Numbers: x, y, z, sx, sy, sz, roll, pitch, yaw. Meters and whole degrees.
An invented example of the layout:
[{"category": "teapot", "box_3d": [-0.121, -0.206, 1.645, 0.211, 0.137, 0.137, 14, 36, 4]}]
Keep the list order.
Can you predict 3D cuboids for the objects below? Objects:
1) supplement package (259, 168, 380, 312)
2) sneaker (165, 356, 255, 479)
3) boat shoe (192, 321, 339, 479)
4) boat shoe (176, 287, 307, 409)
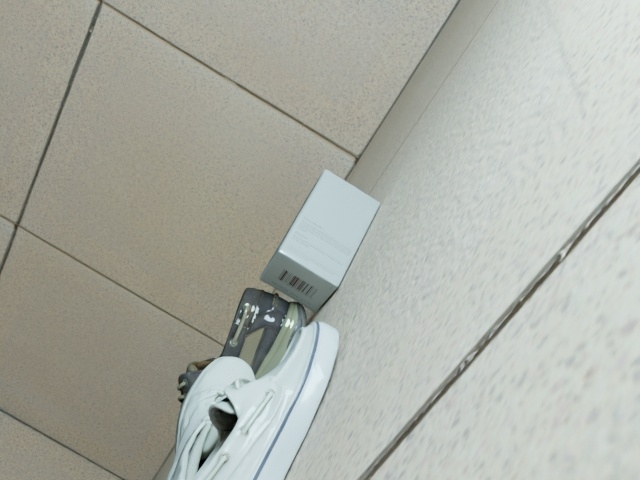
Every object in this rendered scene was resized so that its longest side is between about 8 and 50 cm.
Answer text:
[{"category": "supplement package", "box_3d": [0.000, 0.000, 1.146, 0.179, 0.105, 0.105, -61, 4, -34]}, {"category": "sneaker", "box_3d": [-0.105, 0.224, 0.838, 0.169, 0.108, 0.292, -54, 16, 40]}, {"category": "boat shoe", "box_3d": [-0.065, 0.175, 0.707, 0.267, 0.088, 0.096, -61, 4, -33]}, {"category": "boat shoe", "box_3d": [-0.155, 0.232, 1.148, 0.355, 0.130, 0.132, -59, 3, -9]}]
